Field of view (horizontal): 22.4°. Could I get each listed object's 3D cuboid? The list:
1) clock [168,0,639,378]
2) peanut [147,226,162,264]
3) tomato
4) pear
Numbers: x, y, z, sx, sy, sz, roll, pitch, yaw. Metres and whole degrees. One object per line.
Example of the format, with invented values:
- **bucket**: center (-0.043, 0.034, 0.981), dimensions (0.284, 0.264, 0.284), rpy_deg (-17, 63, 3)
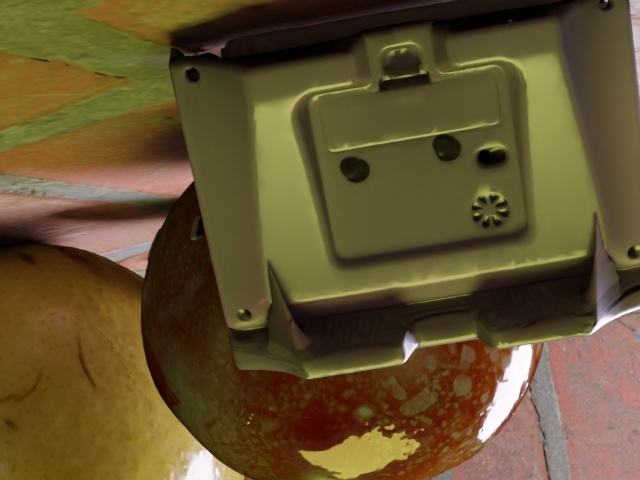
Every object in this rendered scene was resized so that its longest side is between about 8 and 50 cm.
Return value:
- **clock**: center (0.051, -0.031, 0.855), dimensions (0.253, 0.186, 0.083), rpy_deg (-10, -157, 4)
- **peanut**: center (-0.029, 0.013, 1.305), dimensions (0.229, 0.098, 0.103), rpy_deg (-4, -172, -21)
- **tomato**: center (0.013, 0.030, 1.058), dimensions (0.270, 0.223, 0.270), rpy_deg (1, -162, 0)
- **pear**: center (-0.225, 0.175, 1.308), dimensions (0.348, 0.348, 0.348), rpy_deg (-8, 171, -1)
